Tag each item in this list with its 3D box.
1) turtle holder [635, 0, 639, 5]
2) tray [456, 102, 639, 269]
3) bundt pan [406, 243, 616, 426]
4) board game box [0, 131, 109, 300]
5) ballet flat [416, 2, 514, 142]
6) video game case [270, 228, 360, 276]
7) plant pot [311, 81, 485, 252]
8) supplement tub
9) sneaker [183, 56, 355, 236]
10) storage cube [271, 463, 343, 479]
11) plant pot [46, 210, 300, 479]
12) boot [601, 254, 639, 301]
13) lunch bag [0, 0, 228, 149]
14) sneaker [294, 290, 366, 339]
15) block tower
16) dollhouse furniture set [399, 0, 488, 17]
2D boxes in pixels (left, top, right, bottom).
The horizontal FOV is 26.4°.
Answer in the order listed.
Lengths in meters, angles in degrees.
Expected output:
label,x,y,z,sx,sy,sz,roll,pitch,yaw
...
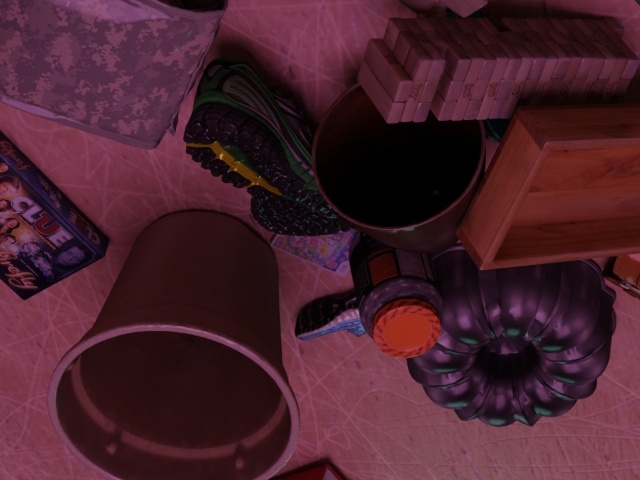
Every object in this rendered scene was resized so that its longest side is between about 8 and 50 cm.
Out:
label,x,y,z,sx,sy,sz,roll,pitch,yaw
turtle holder,0.431,-0.343,1.434,0.243,0.320,0.227,38,99,-17
tray,0.385,-0.075,1.694,0.410,0.076,0.203,-5,136,-30
bundt pan,0.270,0.151,1.981,0.330,0.124,0.331,3,131,3
board game box,-0.444,-0.034,1.947,0.165,0.042,0.243,-27,122,25
ballet flat,0.179,-0.230,1.711,0.077,0.091,0.241,8,134,40
video game case,0.000,0.000,1.953,0.122,0.011,0.087,23,128,-14
plant pot,0.123,-0.073,1.755,0.215,0.215,0.230,-9,157,13
supplement tub,0.105,0.067,1.872,0.117,0.190,0.117,-3,127,-4
sneaker,-0.043,-0.116,1.784,0.134,0.146,0.343,-9,146,27
storage cube,-0.032,0.517,2.264,0.193,0.215,0.184,-22,125,29
plant pot,-0.182,0.133,1.891,0.333,0.305,0.334,2,131,3
boot,0.499,0.093,1.923,0.220,0.109,0.283,19,157,9
lunch bag,-0.272,-0.262,1.658,0.287,0.169,0.235,25,128,-9
sneaker,0.037,0.122,2.020,0.162,0.063,0.073,-18,129,19
block tower,0.221,-0.204,1.618,0.335,0.097,0.091,-6,134,-25
dollhouse furniture set,0.130,-0.372,1.503,0.161,0.212,0.242,32,153,-21
